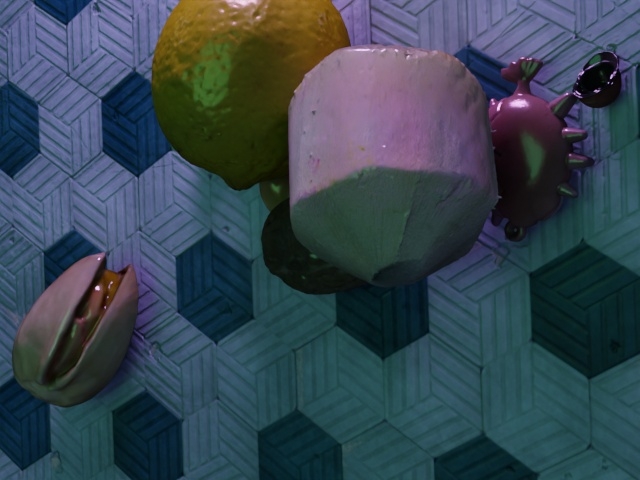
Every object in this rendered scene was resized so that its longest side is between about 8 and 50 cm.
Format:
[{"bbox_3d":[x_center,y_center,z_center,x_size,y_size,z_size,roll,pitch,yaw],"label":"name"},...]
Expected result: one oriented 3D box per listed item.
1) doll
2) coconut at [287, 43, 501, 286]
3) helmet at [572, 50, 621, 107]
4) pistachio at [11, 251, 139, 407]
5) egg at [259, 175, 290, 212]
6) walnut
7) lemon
[{"bbox_3d":[0.286,-0.130,1.766,0.211,0.093,0.262,-5,85,40],"label":"doll"},{"bbox_3d":[0.098,-0.086,1.711,0.297,0.297,0.309,-16,64,35],"label":"coconut"},{"bbox_3d":[0.392,-0.216,1.715,0.065,0.049,0.084,10,62,52],"label":"helmet"},{"bbox_3d":[-0.439,0.165,2.250,0.193,0.214,0.318,30,103,-14],"label":"pistachio"},{"bbox_3d":[-0.060,-0.081,2.026,0.080,0.080,0.096,4,97,36],"label":"egg"},{"bbox_3d":[-0.001,0.002,1.936,0.230,0.178,0.178,-16,82,45],"label":"walnut"},{"bbox_3d":[-0.108,-0.256,1.909,0.336,0.336,0.336,1,92,36],"label":"lemon"}]
